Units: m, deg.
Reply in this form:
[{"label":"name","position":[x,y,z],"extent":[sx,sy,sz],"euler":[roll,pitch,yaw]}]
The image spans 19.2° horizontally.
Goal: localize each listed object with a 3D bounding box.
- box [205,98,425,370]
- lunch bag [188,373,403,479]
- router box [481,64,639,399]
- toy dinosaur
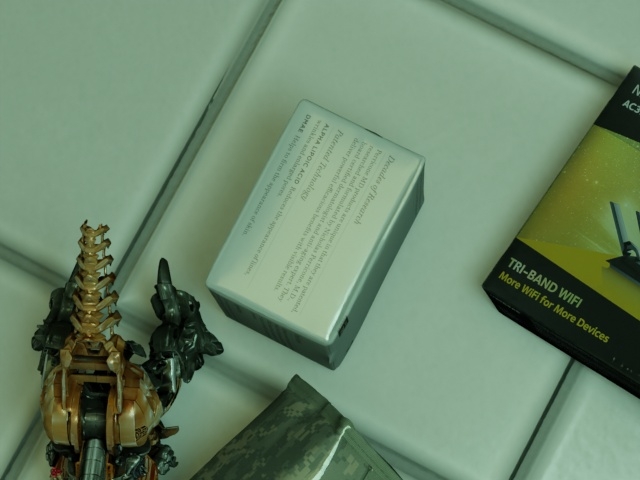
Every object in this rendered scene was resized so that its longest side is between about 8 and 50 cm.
[{"label":"box","position":[0.000,0.000,1.624],"extent":[0.119,0.181,0.182],"euler":[27,82,7]},{"label":"lunch bag","position":[0.005,0.301,1.558],"extent":[0.235,0.169,0.287],"euler":[-43,114,-6]},{"label":"router box","position":[0.333,0.028,1.612],"extent":[0.309,0.081,0.243],"euler":[31,82,24]},{"label":"toy dinosaur","position":[-0.169,0.129,1.584],"extent":[0.164,0.218,0.322],"euler":[20,123,-8]}]
